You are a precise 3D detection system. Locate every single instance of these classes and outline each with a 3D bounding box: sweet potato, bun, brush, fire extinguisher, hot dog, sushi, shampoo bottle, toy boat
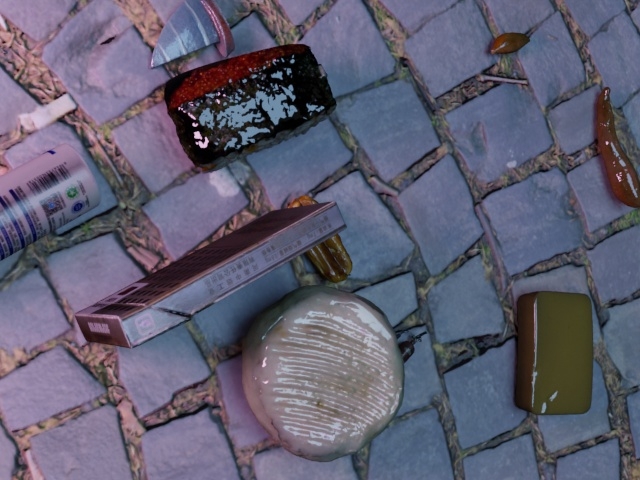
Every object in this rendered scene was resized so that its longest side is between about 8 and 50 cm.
[{"bbox_3d":[0.504,-0.155,1.746,0.050,0.050,0.214,-18,90,-28],"label":"sweet potato"},{"bbox_3d":[0.000,0.175,1.397,0.239,0.141,0.239,1,87,-23],"label":"bun"},{"bbox_3d":[0.377,0.182,1.650,0.123,0.059,0.197,5,84,-26],"label":"brush"},{"bbox_3d":[0.308,-0.321,1.653,0.095,0.034,0.034,-23,98,-38],"label":"sweet potato"},{"bbox_3d":[0.112,0.165,1.526,0.046,0.032,0.100,38,66,15],"label":"fire extinguisher"},{"bbox_3d":[-0.001,0.000,1.463,0.062,0.038,0.144,-41,108,-27],"label":"hot dog"},{"bbox_3d":[-0.094,-0.177,1.367,0.225,0.136,0.126,-19,88,-24],"label":"sushi"},{"bbox_3d":[-0.412,-0.008,1.207,0.303,0.092,0.092,-33,103,-25],"label":"shampoo bottle"},{"bbox_3d":[-0.184,-0.278,1.379,0.122,0.034,0.096,-27,95,-26],"label":"toy boat"}]

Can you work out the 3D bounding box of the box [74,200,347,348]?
[{"bbox_3d":[-0.140,0.040,1.302,0.325,0.180,0.047,-30,103,-27],"label":"box"}]
